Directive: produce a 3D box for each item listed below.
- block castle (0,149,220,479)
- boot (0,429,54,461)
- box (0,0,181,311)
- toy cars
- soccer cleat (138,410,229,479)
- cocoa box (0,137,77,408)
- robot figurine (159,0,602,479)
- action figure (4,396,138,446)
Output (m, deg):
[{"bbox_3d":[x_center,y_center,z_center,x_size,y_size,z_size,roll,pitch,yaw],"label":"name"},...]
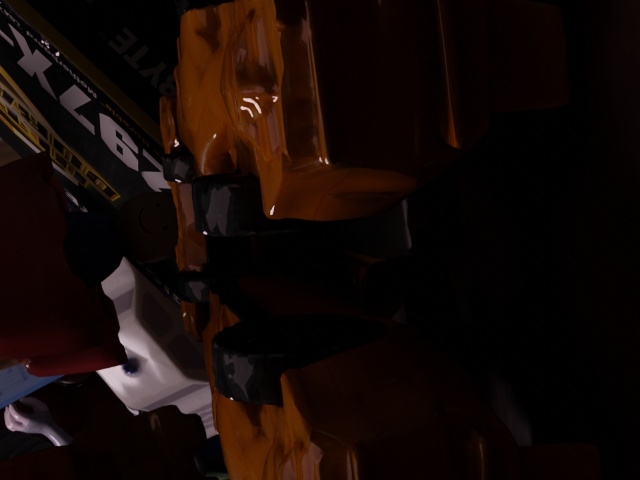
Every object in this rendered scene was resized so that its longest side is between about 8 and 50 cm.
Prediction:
[{"bbox_3d":[-0.101,0.201,0.729,0.303,0.213,0.453,117,136,-81],"label":"block castle"},{"bbox_3d":[-0.136,0.372,1.500,0.367,0.146,0.445,33,160,26],"label":"boot"},{"bbox_3d":[-0.135,-0.103,0.791,0.322,0.079,0.257,43,163,7],"label":"box"},{"bbox_3d":[-0.113,0.152,1.112,0.087,0.176,0.393,-53,-30,-46],"label":"toy cars"},{"bbox_3d":[-0.103,0.175,1.313,0.289,0.121,0.093,100,162,-67],"label":"soccer cleat"},{"bbox_3d":[-0.302,-0.045,1.129,0.228,0.231,0.347,55,166,33],"label":"cocoa box"},{"bbox_3d":[0.000,0.000,0.473,0.291,0.085,0.211,-142,46,-79],"label":"robot figurine"},{"bbox_3d":[-0.191,0.259,1.714,0.275,0.248,0.370,59,152,8],"label":"action figure"}]
